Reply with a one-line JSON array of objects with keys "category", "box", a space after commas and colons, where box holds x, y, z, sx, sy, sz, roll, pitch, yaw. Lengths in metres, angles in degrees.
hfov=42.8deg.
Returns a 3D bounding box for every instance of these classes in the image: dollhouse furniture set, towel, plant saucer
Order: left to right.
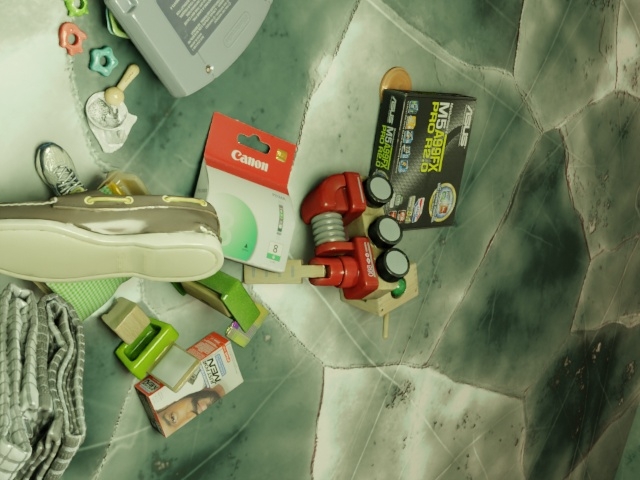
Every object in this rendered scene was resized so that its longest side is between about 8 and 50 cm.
[{"category": "towel", "box": [-0.381, 0.226, 1.007, 0.121, 0.284, 0.235, 23, 113, -33]}, {"category": "dollhouse furniture set", "box": [-0.248, 0.071, 1.174, 0.197, 0.151, 0.301, -50, 143, -19]}, {"category": "towel", "box": [-0.130, 0.145, 1.448, 0.060, 0.009, 0.083, 43, 75, -43]}, {"category": "plant saucer", "box": [0.146, -0.288, 1.558, 0.083, 0.013, 0.084, -16, 114, -40]}]

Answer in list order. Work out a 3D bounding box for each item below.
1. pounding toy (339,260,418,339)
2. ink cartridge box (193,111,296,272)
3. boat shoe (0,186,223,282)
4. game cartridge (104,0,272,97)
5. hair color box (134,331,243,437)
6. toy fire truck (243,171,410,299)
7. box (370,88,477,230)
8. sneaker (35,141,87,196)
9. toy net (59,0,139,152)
[{"category": "pounding toy", "box": [0.116, 0.100, 1.568, 0.130, 0.141, 0.100, -26, 120, -34]}, {"category": "ink cartridge box", "box": [-0.114, -0.075, 1.325, 0.181, 0.056, 0.225, 18, 83, -40]}, {"category": "boat shoe", "box": [-0.289, -0.014, 1.052, 0.324, 0.097, 0.117, 2, 143, -16]}, {"category": "game cartridge", "box": [-0.168, -0.355, 1.178, 0.196, 0.060, 0.294, 54, 53, -35]}, {"category": "hair color box", "box": [-0.217, 0.240, 1.369, 0.167, 0.053, 0.093, -33, 125, -29]}, {"category": "toy fire truck", "box": [0.000, 0.000, 1.428, 0.246, 0.158, 0.217, 1, 68, -30]}, {"category": "box", "box": [0.196, -0.156, 1.605, 0.216, 0.060, 0.270, -4, 110, -42]}, {"category": "sneaker", "box": [-0.349, -0.074, 1.139, 0.052, 0.058, 0.135, -35, 124, -30]}, {"category": "toy net", "box": [-0.299, -0.235, 1.141, 0.122, 0.045, 0.232, -9, 110, -42]}]
